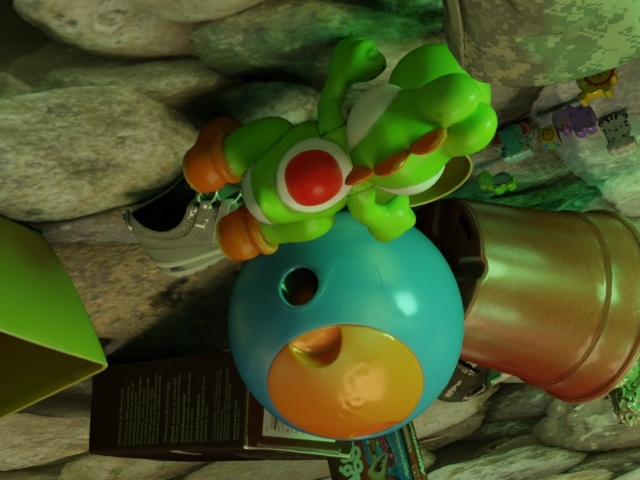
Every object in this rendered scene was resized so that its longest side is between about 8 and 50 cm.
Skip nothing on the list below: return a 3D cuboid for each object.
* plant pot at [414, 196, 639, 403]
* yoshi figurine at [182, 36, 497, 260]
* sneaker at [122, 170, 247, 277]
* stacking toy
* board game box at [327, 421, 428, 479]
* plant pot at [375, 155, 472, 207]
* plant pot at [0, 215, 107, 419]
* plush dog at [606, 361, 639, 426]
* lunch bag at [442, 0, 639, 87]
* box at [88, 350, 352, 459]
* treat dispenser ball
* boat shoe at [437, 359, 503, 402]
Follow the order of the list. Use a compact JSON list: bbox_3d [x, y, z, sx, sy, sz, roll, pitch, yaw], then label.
[{"bbox_3d":[0.256,0.064,2.124,0.265,0.272,0.272,13,144,-30],"label":"plant pot"},{"bbox_3d":[0.043,-0.107,1.703,0.362,0.203,0.203,-17,151,35],"label":"yoshi figurine"},{"bbox_3d":[-0.104,-0.048,1.858,0.281,0.105,0.115,-30,139,19],"label":"sneaker"},{"bbox_3d":[0.271,-0.135,1.946,0.221,0.052,0.167,-19,152,14],"label":"stacking toy"},{"bbox_3d":[0.063,0.260,2.364,0.145,0.281,0.027,-28,151,25],"label":"board game box"},{"bbox_3d":[0.099,-0.110,1.846,0.134,0.095,0.134,-12,154,-6],"label":"plant pot"},{"bbox_3d":[-0.408,0.082,1.865,0.212,0.187,0.212,-26,153,23],"label":"plant pot"},{"bbox_3d":[0.412,0.122,2.378,0.211,0.262,0.225,5,153,19],"label":"plush dog"},{"bbox_3d":[0.216,-0.279,1.390,0.256,0.212,0.305,-29,156,-4],"label":"lunch bag"},{"bbox_3d":[-0.146,0.239,2.237,0.191,0.143,0.381,11,168,-38],"label":"box"},{"bbox_3d":[0.031,0.099,1.939,0.288,0.288,0.288,-12,154,-6],"label":"treat dispenser ball"},{"bbox_3d":[0.219,0.176,2.378,0.095,0.112,0.335,-60,168,8],"label":"boat shoe"}]
